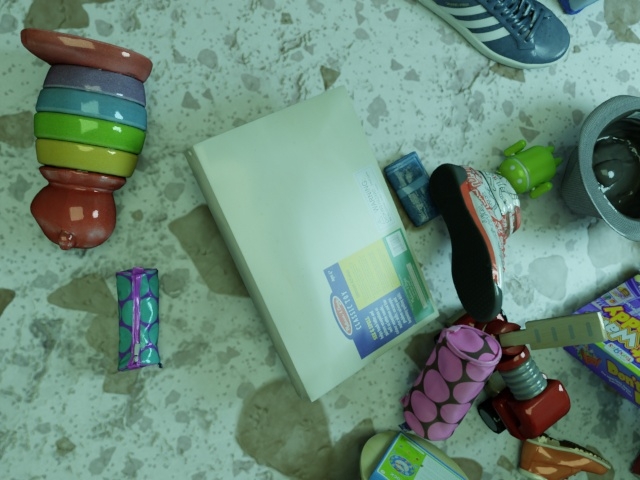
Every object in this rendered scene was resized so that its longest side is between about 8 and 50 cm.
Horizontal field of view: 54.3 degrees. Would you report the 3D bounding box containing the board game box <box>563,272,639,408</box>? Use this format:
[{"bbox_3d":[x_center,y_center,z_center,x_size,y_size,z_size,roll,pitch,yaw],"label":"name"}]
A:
[{"bbox_3d":[0.597,0.190,0.981,0.233,0.347,0.078,-27,126,-13],"label":"board game box"}]

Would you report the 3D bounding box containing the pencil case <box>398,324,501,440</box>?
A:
[{"bbox_3d":[0.194,0.217,0.959,0.095,0.209,0.098,-16,49,-39],"label":"pencil case"}]

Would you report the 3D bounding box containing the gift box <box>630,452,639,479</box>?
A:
[{"bbox_3d":[0.745,0.379,1.036,0.258,0.255,0.276,40,82,-4],"label":"gift box"}]

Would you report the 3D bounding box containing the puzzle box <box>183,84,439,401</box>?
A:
[{"bbox_3d":[0.000,0.000,0.950,0.272,0.052,0.408,-28,99,-27],"label":"puzzle box"}]

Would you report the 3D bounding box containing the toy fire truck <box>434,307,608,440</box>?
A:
[{"bbox_3d":[0.325,0.192,0.963,0.158,0.246,0.217,-32,92,-12],"label":"toy fire truck"}]

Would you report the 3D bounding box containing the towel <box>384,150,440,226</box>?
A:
[{"bbox_3d":[0.162,-0.086,1.064,0.067,0.029,0.119,-30,92,-12],"label":"towel"}]

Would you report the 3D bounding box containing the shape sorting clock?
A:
[{"bbox_3d":[0.151,0.376,0.949,0.206,0.206,0.040,25,112,-9],"label":"shape sorting clock"}]

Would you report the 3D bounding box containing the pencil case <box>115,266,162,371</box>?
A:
[{"bbox_3d":[-0.271,0.117,0.932,0.065,0.070,0.151,-2,85,-12],"label":"pencil case"}]

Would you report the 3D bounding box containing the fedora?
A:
[{"bbox_3d":[0.517,-0.119,1.094,0.275,0.124,0.243,-40,96,-21],"label":"fedora"}]

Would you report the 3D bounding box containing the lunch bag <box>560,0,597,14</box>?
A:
[{"bbox_3d":[0.599,-0.615,1.055,0.385,0.328,0.239,-30,93,-12],"label":"lunch bag"}]

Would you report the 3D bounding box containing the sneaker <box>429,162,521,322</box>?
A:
[{"bbox_3d":[0.277,-0.001,1.009,0.145,0.090,0.270,4,61,-32],"label":"sneaker"}]

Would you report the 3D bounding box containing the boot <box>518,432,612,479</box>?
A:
[{"bbox_3d":[0.414,0.384,1.067,0.158,0.059,0.084,17,85,-2],"label":"boot"}]

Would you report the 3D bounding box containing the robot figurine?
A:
[{"bbox_3d":[0.362,-0.123,1.090,0.115,0.067,0.101,-25,81,-13],"label":"robot figurine"}]

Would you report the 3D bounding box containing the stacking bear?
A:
[{"bbox_3d":[-0.341,-0.130,0.902,0.164,0.175,0.289,8,93,-4],"label":"stacking bear"}]

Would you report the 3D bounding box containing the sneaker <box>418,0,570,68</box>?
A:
[{"bbox_3d":[0.295,-0.417,1.060,0.350,0.148,0.131,26,80,-9],"label":"sneaker"}]
